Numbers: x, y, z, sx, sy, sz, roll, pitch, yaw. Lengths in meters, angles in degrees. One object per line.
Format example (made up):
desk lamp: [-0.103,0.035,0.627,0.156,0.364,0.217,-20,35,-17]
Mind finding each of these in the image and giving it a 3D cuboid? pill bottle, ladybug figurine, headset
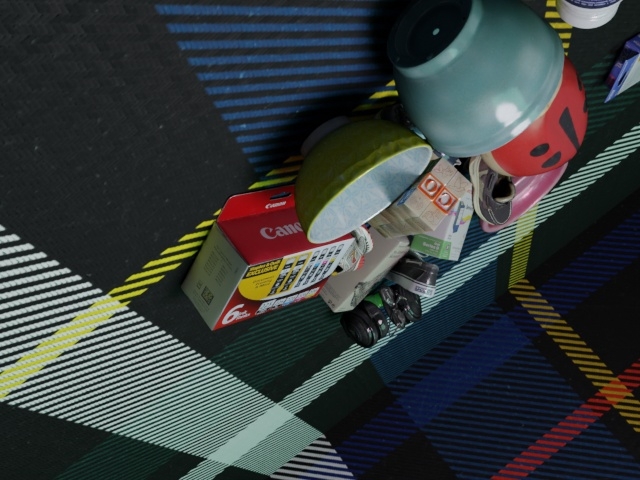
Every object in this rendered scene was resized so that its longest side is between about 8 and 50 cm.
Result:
pill bottle: [0.526,-0.532,1.531,0.153,0.153,0.264,-37,158,-6]
ladybug figurine: [0.488,-0.287,1.818,0.449,0.162,0.305,28,90,-56]
headset: [0.172,0.186,2.314,0.244,0.185,0.394,-29,-171,-6]

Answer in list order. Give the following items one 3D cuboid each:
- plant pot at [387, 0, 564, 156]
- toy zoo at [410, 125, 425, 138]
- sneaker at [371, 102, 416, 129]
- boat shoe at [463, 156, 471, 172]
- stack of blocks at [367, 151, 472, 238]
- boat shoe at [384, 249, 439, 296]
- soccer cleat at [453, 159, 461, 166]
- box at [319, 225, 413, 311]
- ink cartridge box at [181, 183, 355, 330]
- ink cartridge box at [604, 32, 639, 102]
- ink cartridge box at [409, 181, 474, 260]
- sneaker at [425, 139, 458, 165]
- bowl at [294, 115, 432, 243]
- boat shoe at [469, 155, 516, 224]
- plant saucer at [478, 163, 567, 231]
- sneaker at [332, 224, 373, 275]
plant pot: [0.239,-0.319,1.385,0.293,0.293,0.196,-45,130,14]
toy zoo: [0.286,-0.302,1.551,0.293,0.192,0.030,-40,157,4]
sneaker: [0.168,-0.243,1.669,0.097,0.084,0.235,-25,169,39]
boat shoe: [0.450,-0.242,2.068,0.076,0.083,0.226,9,134,-25]
stack of blocks: [0.210,-0.101,1.738,0.171,0.087,0.297,-51,-171,-11]
boat shoe: [0.236,0.069,2.190,0.306,0.113,0.104,-145,-108,-77]
soccer cleat: [0.316,-0.187,2.028,0.083,0.035,0.029,-32,157,-18]
box: [0.118,0.065,2.129,0.275,0.094,0.113,-48,158,23]
ink cartridge box: [-0.093,0.022,1.672,0.310,0.130,0.271,-15,147,-44]
ink cartridge box: [0.923,-0.529,2.278,0.311,0.065,0.185,-34,158,-18]
ink cartridge box: [0.326,-0.061,2.099,0.154,0.093,0.212,10,97,-63]
sneaker: [0.320,-0.213,1.897,0.163,0.086,0.226,-55,145,10]
bowl: [0.052,-0.142,1.526,0.290,0.156,0.289,-33,165,-10]
boat shoe: [0.454,-0.127,2.070,0.103,0.092,0.285,-42,139,-15]
plant saucer: [0.602,-0.164,2.455,0.332,0.084,0.332,-32,158,-15]
sneaker: [0.067,0.021,1.975,0.093,0.088,0.225,-24,152,-22]
